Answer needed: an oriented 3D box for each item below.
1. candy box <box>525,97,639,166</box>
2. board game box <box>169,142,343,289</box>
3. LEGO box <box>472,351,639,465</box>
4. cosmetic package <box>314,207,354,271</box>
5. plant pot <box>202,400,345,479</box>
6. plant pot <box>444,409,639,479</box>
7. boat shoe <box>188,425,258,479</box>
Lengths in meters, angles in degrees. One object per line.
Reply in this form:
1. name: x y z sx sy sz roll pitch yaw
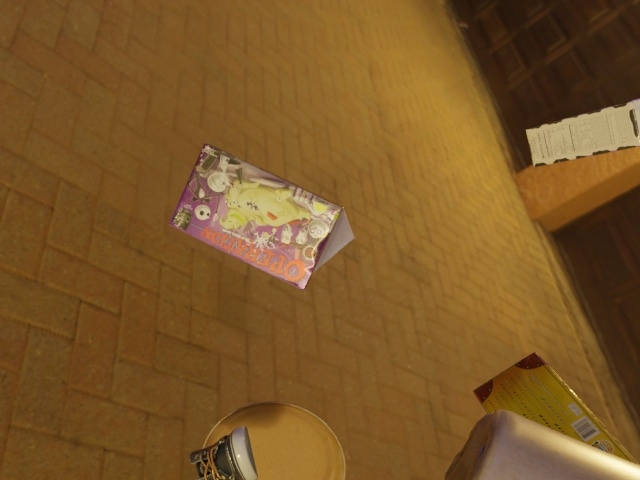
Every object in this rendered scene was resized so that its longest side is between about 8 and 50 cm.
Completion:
1. candy box: 0.468 -0.180 0.970 0.164 0.196 0.070 -16 95 -29
2. board game box: -0.147 -0.055 1.355 0.346 0.208 0.056 25 9 5
3. LEGO box: 0.592 0.553 1.338 0.373 0.193 0.500 55 4 -25
4. cosmetic package: 0.000 0.000 1.645 0.239 0.060 0.099 -37 113 -49
5. plant pot: -0.077 0.366 0.978 0.236 0.236 0.032 53 9 -9
6. plant pot: 0.238 0.316 0.508 0.305 0.334 0.334 27 24 15
7. boat shoe: -0.127 0.288 0.769 0.183 0.083 0.065 102 -27 -64
